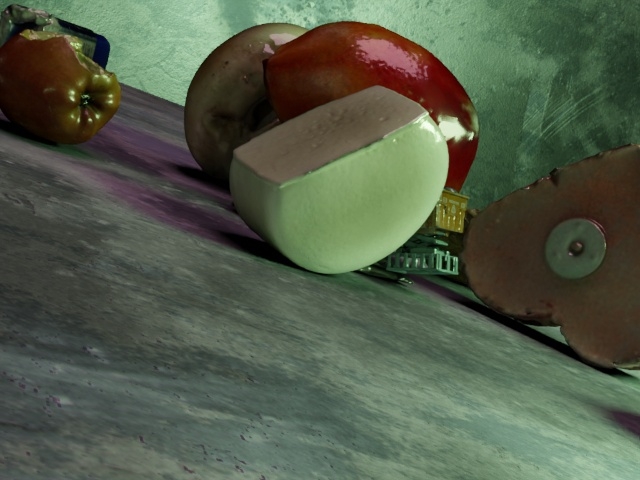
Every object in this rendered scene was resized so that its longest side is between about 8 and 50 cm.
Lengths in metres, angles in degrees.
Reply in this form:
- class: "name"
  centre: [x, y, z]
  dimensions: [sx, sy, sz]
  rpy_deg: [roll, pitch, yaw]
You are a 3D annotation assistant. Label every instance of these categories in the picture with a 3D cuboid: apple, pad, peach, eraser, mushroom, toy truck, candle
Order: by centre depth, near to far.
- class: "toy truck"
  centre: [0.096, -0.017, 1.395]
  dimensions: [0.178, 0.115, 0.080]
  rpy_deg: [1, -6, 37]
- class: "apple"
  centre: [-0.353, -0.200, 1.428]
  dimensions: [0.158, 0.147, 0.156]
  rpy_deg: [43, -12, 45]
- class: "candle"
  centre: [0.365, 0.011, 1.431]
  dimensions: [0.317, 0.287, 0.131]
  rpy_deg: [22, 2, 29]
- class: "pad"
  centre: [0.000, 0.001, 1.448]
  dimensions: [0.174, 0.022, 0.233]
  rpy_deg: [17, 10, -39]
- class: "peach"
  centre: [0.060, -0.167, 1.556]
  dimensions: [0.338, 0.281, 0.281]
  rpy_deg: [23, 7, -8]
- class: "mushroom"
  centre: [-0.064, -0.185, 1.710]
  dimensions: [0.292, 0.292, 0.290]
  rpy_deg: [13, 33, -51]
- class: "eraser"
  centre: [-0.461, -0.308, 1.836]
  dimensions: [0.102, 0.155, 0.332]
  rpy_deg: [21, 7, 3]

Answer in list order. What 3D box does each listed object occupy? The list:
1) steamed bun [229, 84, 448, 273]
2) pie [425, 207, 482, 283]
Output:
- class: "steamed bun"
  centre: [0.027, -0.061, 1.268]
  dimensions: [0.242, 0.164, 0.146]
  rpy_deg: [-26, 34, -20]
- class: "pie"
  centre: [0.245, 0.014, 1.612]
  dimensions: [0.195, 0.046, 0.195]
  rpy_deg: [11, -31, 7]
